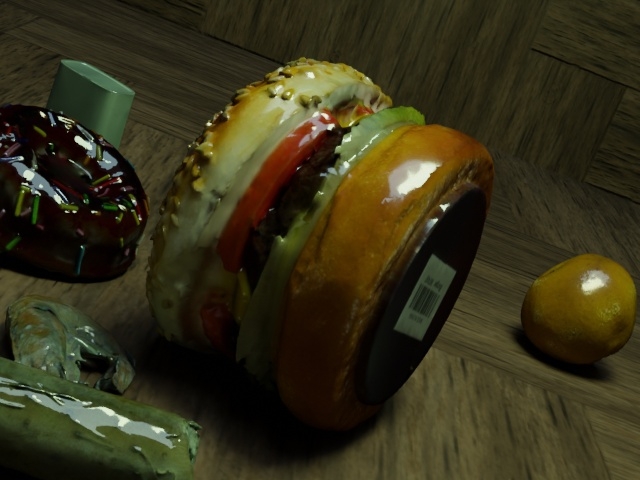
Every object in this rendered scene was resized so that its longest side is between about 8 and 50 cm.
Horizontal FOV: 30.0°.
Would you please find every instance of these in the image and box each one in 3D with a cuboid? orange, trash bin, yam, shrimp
[{"bbox_3d":[0.345,0.094,1.573,0.136,0.159,0.159,58,22,3],"label":"orange"},{"bbox_3d":[-0.306,-0.152,1.540,0.116,0.130,0.059,32,20,28],"label":"trash bin"},{"bbox_3d":[-0.265,0.114,0.869,0.371,0.083,0.083,18,17,-7],"label":"yam"},{"bbox_3d":[-0.210,0.106,1.025,0.126,0.048,0.223,26,13,-24],"label":"shrimp"}]

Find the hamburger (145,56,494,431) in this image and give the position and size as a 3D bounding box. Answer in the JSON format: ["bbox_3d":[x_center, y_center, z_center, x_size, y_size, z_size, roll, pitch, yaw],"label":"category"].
[{"bbox_3d":[0.000,0.000,1.146,0.250,0.330,0.330,26,17,19],"label":"hamburger"}]

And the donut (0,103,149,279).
[{"bbox_3d":[-0.285,-0.060,1.280,0.235,0.089,0.235,32,25,-17],"label":"donut"}]
